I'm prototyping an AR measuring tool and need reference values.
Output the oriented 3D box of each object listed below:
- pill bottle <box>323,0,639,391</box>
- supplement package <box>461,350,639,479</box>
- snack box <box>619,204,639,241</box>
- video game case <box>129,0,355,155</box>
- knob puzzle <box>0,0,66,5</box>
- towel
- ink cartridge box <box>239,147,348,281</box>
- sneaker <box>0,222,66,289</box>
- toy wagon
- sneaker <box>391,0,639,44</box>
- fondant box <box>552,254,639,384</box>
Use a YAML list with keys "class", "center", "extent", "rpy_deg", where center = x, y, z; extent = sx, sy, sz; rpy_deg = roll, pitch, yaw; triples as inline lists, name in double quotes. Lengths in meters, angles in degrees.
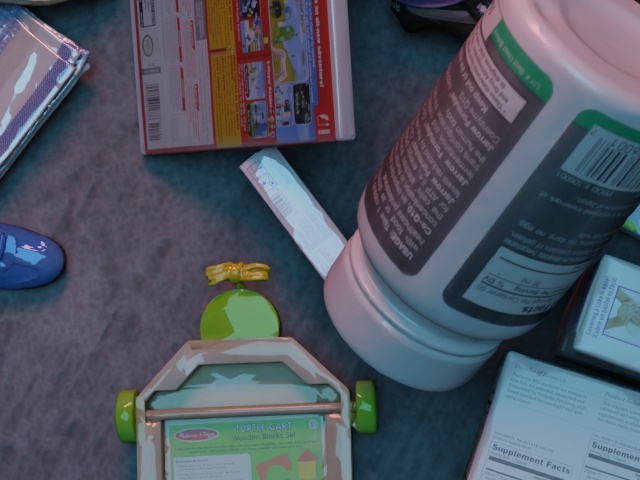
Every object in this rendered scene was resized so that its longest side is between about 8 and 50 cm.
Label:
- class: "pill bottle"
  center: [0.159, -0.044, 1.258]
  extent: [0.204, 0.204, 0.361]
  rpy_deg: [40, 124, 8]
- class: "supplement package"
  center: [0.279, 0.210, 1.358]
  extent: [0.262, 0.204, 0.145]
  rpy_deg: [18, 87, 7]
- class: "snack box"
  center: [0.355, -0.042, 1.465]
  extent: [0.141, 0.037, 0.100]
  rpy_deg: [29, 87, 9]
- class: "video game case"
  center: [-0.085, -0.193, 1.426]
  extent: [0.285, 0.025, 0.204]
  rpy_deg: [-1, 94, 42]
- class: "knob puzzle"
  center: [-0.304, -0.320, 1.536]
  extent: [0.213, 0.030, 0.213]
  rpy_deg: [4, 63, -7]
- class: "towel"
  center: [-0.412, -0.195, 1.528]
  extent: [0.285, 0.034, 0.209]
  rpy_deg: [37, 90, 7]
- class: "ink cartridge box"
  center: [0.000, 0.000, 1.460]
  extent: [0.046, 0.097, 0.207]
  rpy_deg: [-37, 81, 0]
- class: "sneaker"
  center: [-0.374, 0.004, 1.499]
  extent: [0.209, 0.082, 0.069]
  rpy_deg: [15, 83, 5]
- class: "toy wagon"
  center: [-0.073, 0.194, 1.459]
  extent: [0.267, 0.068, 0.344]
  rpy_deg: [-3, 82, 4]
- class: "sneaker"
  center: [0.213, -0.232, 1.486]
  extent: [0.283, 0.107, 0.124]
  rpy_deg: [20, 114, 0]
- class: "fondant box"
  center: [0.396, 0.119, 1.342]
  extent: [0.330, 0.238, 0.096]
  rpy_deg: [18, 86, 6]
